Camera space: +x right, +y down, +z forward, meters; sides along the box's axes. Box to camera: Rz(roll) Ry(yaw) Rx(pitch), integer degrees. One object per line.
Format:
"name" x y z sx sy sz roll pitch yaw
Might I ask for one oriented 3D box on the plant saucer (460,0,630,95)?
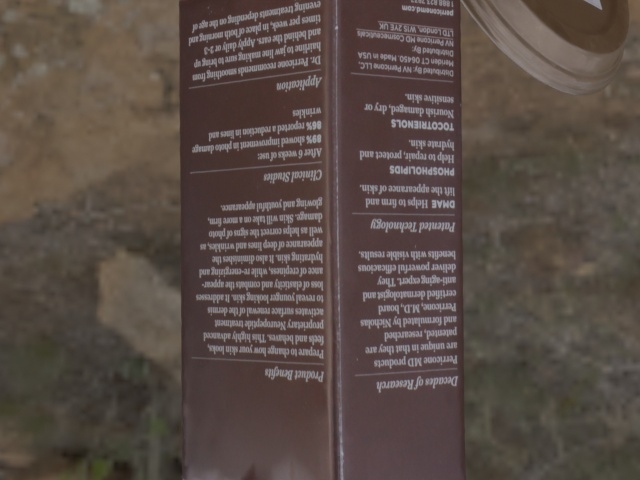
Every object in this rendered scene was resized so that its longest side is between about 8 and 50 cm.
"plant saucer" 0.191 -0.259 1.583 0.278 0.278 0.041 26 136 -38

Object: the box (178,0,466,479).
"box" 0.000 0.000 1.323 0.143 0.382 0.191 2 178 -40
